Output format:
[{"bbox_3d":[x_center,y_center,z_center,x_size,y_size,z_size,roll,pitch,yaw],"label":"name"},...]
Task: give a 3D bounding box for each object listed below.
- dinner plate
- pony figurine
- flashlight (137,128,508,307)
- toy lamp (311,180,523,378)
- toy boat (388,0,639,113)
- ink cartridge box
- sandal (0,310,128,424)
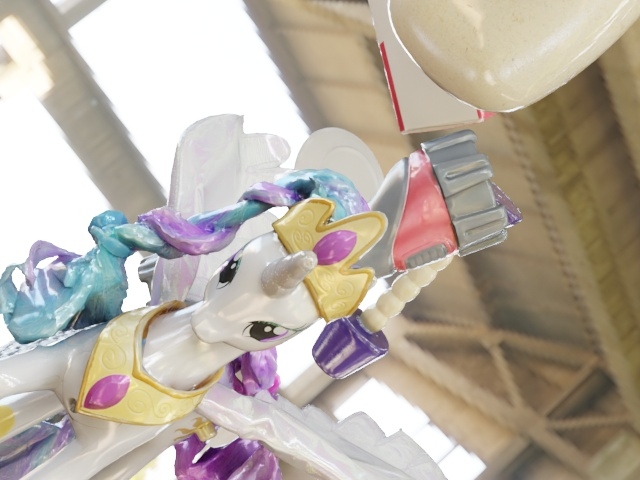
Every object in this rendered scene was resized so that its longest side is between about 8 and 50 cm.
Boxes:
[{"bbox_3d":[0.027,-0.056,1.626,0.017,0.141,0.141,-13,-61,47],"label":"dinner plate"},{"bbox_3d":[-0.086,0.086,0.913,0.302,0.363,0.351,59,11,8],"label":"pony figurine"},{"bbox_3d":[0.000,0.000,1.242,0.103,0.304,0.103,-104,176,-75],"label":"flashlight"},{"bbox_3d":[0.097,0.044,1.615,0.080,0.274,0.080,41,15,-13],"label":"toy lamp"},{"bbox_3d":[0.143,-0.278,1.231,0.318,0.267,0.148,50,13,15],"label":"toy boat"},{"bbox_3d":[0.156,-0.221,1.494,0.100,0.237,0.171,-7,-77,35],"label":"ink cartridge box"},{"bbox_3d":[-0.268,0.172,1.442,0.168,0.446,0.107,2,-73,17],"label":"sandal"}]
